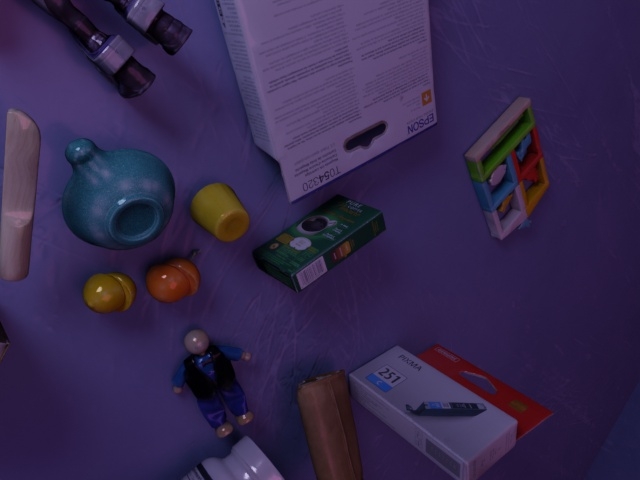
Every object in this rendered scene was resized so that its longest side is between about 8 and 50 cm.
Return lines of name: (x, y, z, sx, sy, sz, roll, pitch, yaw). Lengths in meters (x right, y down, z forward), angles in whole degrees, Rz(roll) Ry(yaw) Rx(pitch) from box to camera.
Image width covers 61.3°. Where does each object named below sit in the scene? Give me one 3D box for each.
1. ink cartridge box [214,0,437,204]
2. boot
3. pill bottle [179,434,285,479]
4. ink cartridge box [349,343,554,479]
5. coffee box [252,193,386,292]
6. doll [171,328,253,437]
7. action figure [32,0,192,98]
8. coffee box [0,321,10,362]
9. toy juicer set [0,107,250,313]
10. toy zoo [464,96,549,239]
ink cartridge box: (0.029, -0.267, 0.780, 0.324, 0.071, 0.330, -31, 128, -26)
boot: (0.000, 0.374, 0.906, 0.236, 0.089, 0.269, 4, 72, -66)
pill bottle: (-0.182, 0.445, 0.851, 0.265, 0.153, 0.153, -36, 127, -22)
ink cartridge box: (0.247, 0.292, 1.037, 0.261, 0.296, 0.066, -22, 121, -31)
coffee box: (0.000, 0.000, 0.838, 0.184, 0.113, 0.040, -36, 126, -24)
doll: (-0.163, 0.213, 0.840, 0.129, 0.046, 0.189, -27, 118, -17)
action figure: (-0.270, -0.267, 0.523, 0.185, 0.099, 0.285, -50, 128, -2)
coffee box: (-0.445, 0.085, 0.495, 0.247, 0.141, 0.098, 25, 92, -42)
toy juicer set: (-0.256, -0.015, 0.651, 0.329, 0.089, 0.209, 21, 107, -50)
toy zoo: (0.417, -0.134, 1.174, 0.192, 0.030, 0.293, -46, 131, -15)
